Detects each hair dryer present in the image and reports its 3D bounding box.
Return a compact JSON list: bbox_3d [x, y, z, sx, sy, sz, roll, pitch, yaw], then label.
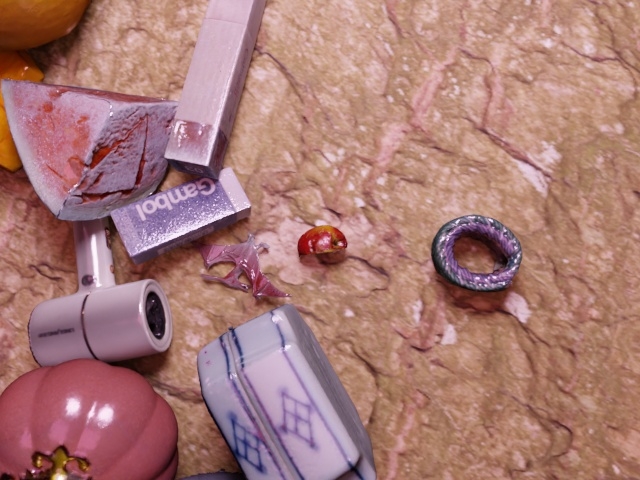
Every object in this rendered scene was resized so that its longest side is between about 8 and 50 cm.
[{"bbox_3d":[-0.386,0.031,0.968,0.204,0.128,0.361,-12,78,5],"label":"hair dryer"}]

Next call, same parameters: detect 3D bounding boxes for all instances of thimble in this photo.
[{"bbox_3d":[0.249,0.021,0.909,0.135,0.090,0.118,20,90,5],"label":"thimble"}]

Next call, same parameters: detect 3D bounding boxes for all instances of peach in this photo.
[{"bbox_3d":[0.000,0.000,0.958,0.083,0.078,0.050,-13,90,48],"label":"peach"}]

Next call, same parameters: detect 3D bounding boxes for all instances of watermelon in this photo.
[{"bbox_3d":[-0.363,-0.188,0.905,0.201,0.213,0.261,-38,80,33],"label":"watermelon"}]

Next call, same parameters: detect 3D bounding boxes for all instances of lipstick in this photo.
[{"bbox_3d":[-0.168,-0.293,0.946,0.080,0.076,0.371,12,79,7],"label":"lipstick"}]

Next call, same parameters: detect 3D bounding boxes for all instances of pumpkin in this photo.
[{"bbox_3d":[-0.628,-0.261,1.008,0.259,0.095,0.289,2,84,10],"label":"pumpkin"}]

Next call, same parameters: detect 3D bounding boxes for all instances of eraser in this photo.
[{"bbox_3d":[-0.230,-0.043,0.942,0.213,0.046,0.091,-24,72,-17],"label":"eraser"}]

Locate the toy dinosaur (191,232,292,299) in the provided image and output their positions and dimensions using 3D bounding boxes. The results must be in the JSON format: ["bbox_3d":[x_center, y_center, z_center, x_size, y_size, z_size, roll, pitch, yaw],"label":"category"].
[{"bbox_3d":[-0.140,0.040,0.977,0.220,0.032,0.108,30,94,16],"label":"toy dinosaur"}]

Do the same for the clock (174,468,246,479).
[{"bbox_3d":[-0.199,0.481,0.848,0.312,0.313,0.061,-48,41,2],"label":"clock"}]

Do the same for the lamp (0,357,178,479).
[{"bbox_3d":[-0.371,0.335,0.857,0.306,0.239,0.305,-2,113,-4],"label":"lamp"}]

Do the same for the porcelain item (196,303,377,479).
[{"bbox_3d":[-0.050,0.244,0.833,0.157,0.281,0.285,-30,87,2],"label":"porcelain item"}]

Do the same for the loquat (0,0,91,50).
[{"bbox_3d":[-0.516,-0.467,0.900,0.329,0.328,0.327,0,87,6],"label":"loquat"}]
